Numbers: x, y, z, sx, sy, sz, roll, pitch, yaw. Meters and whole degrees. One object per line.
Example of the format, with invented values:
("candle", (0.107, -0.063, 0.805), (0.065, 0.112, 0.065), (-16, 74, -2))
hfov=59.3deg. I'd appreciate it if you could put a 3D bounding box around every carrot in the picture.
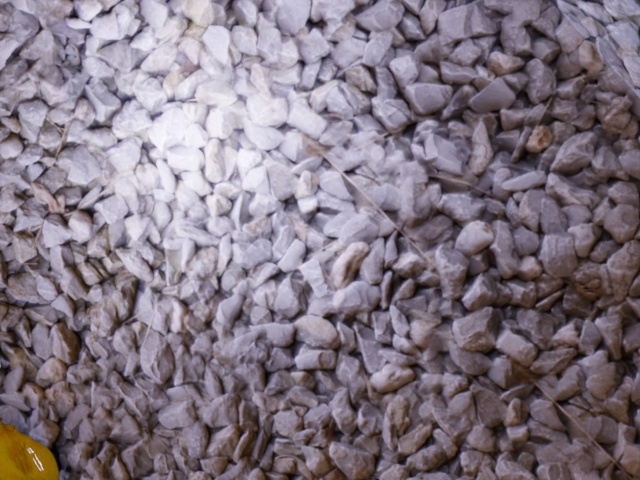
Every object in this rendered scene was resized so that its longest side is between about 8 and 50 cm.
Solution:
("carrot", (-0.775, 0.605, 1.306), (0.241, 0.241, 0.341), (38, 93, 4))
